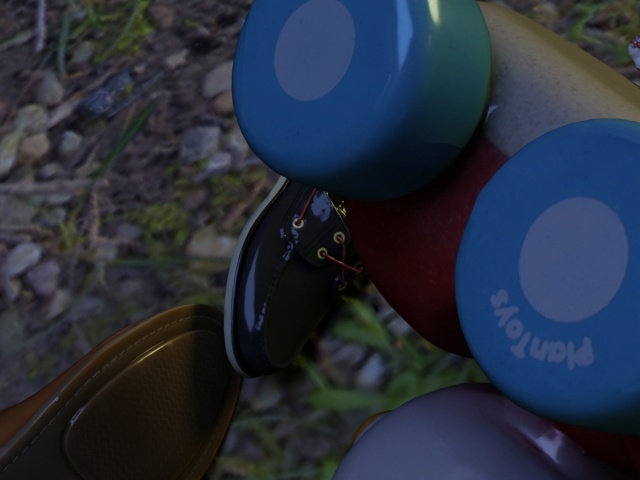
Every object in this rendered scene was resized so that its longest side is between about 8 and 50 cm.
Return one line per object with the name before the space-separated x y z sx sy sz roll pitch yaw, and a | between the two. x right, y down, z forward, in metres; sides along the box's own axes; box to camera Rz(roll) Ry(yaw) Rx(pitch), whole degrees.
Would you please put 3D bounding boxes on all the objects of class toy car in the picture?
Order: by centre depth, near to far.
toy car | 0.056 0.064 0.443 0.210 0.219 0.238 44 109 39

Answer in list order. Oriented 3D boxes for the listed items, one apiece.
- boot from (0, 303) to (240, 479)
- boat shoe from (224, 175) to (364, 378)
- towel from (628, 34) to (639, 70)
boot | -0.138 0.087 0.559 0.152 0.073 0.197 3 35 47
boat shoe | -0.001 -0.001 0.574 0.042 0.049 0.133 3 53 34
towel | 0.222 -0.046 0.478 0.197 0.029 0.144 28 31 37
